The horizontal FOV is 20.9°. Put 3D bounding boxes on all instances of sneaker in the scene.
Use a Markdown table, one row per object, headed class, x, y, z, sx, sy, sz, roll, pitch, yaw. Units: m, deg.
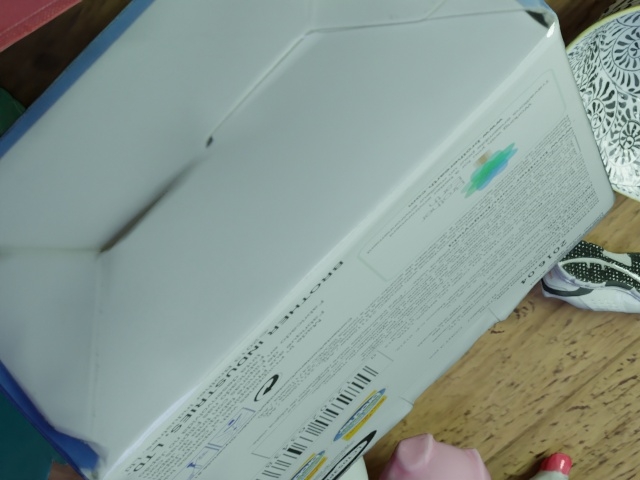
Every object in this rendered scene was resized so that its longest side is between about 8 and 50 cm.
| class | x | y | z | sx | sy | sz | roll | pitch | yaw |
| --- | --- | --- | --- | --- | --- | --- | --- | --- | --- |
| sneaker | 0.195 | 0.029 | 1.151 | 0.109 | 0.040 | 0.044 | 17 | 146 | -17 |

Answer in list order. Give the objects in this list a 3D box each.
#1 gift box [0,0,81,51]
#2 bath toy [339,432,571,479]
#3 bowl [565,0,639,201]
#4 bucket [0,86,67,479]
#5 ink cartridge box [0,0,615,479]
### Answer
| class | x | y | z | sx | sy | sz | roll | pitch | yaw |
| --- | --- | --- | --- | --- | --- | --- | --- | --- | --- |
| gift box | -0.086 | -0.273 | 0.685 | 0.255 | 0.258 | 0.276 | -23 | 112 | 18 |
| bath toy | 0.052 | 0.182 | 1.222 | 0.348 | 0.151 | 0.129 | 18 | 86 | -20 |
| bowl | 0.219 | -0.098 | 0.984 | 0.170 | 0.080 | 0.170 | 11 | 141 | 9 |
| bucket | -0.265 | 0.033 | 0.996 | 0.281 | 0.183 | 0.281 | -3 | 134 | -3 |
| ink cartridge box | 0.000 | 0.000 | 0.883 | 0.270 | 0.151 | 0.395 | -45 | 161 | 2 |
